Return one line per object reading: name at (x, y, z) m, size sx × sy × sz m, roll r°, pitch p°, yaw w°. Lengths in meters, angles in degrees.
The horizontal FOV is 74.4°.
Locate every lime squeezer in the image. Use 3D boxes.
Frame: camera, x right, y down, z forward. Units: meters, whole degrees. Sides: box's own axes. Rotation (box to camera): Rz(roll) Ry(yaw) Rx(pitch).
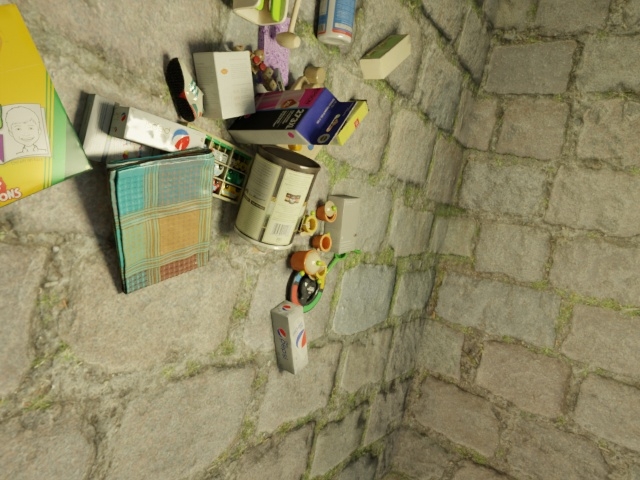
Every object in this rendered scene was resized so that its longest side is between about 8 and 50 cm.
lime squeezer at (0.102, 0.068, 1.932) m, size 0.310 × 0.059 × 0.110 m, roll -32°, pitch 157°, yaw -46°

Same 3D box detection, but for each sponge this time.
sponge at (-0.147, -0.604, 1.343) m, size 0.117 × 0.031 × 0.210 m, roll -15°, pitch 114°, yaw -50°

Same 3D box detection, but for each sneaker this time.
sneaker at (-0.353, -0.404, 1.122) m, size 0.075 × 0.057 × 0.161 m, roll -58°, pitch 143°, yaw -53°

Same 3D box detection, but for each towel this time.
towel at (-0.397, -0.048, 1.096) m, size 0.271 × 0.040 × 0.370 m, roll -22°, pitch 135°, yaw -41°

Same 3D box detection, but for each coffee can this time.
coffee can at (-0.139, -0.137, 1.320) m, size 0.201 × 0.201 × 0.276 m, roll -6°, pitch 123°, yaw -53°

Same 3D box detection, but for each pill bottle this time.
pill bottle at (0.059, -0.813, 1.472) m, size 0.124 × 0.124 × 0.222 m, roll -10°, pitch 111°, yaw -52°

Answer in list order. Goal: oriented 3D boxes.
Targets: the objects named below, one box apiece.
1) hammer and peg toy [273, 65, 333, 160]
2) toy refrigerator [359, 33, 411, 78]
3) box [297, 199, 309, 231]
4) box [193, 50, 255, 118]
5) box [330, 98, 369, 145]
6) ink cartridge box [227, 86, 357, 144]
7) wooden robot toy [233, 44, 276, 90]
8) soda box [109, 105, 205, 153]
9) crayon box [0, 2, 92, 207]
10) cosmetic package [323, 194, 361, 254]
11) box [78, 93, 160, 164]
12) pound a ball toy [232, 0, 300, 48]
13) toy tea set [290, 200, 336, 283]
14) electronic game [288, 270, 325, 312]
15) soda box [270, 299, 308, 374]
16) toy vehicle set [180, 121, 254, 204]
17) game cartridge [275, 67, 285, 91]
hammer and peg toy at (-0.040, -0.422, 1.474) m, size 0.361 × 0.127 × 0.266 m, roll -59°, pitch 142°, yaw -22°
toy refrigerator at (0.283, -0.795, 1.810) m, size 0.269 × 0.102 × 0.094 m, roll -49°, pitch 137°, yaw -32°
box at (-0.079, -0.128, 1.483) m, size 0.021 × 0.201 × 0.165 m, roll 13°, pitch 99°, yaw -17°
box at (-0.267, -0.439, 1.185) m, size 0.130 × 0.091 × 0.171 m, roll -30°, pitch 125°, yaw -45°
box at (0.105, -0.477, 1.692) m, size 0.232 × 0.087 × 0.058 m, roll -55°, pitch 141°, yaw -28°
ink cartridge box at (-0.091, -0.356, 1.217) m, size 0.176 × 0.370 × 0.069 m, roll -59°, pitch 140°, yaw -23°
wooden robot toy at (-0.181, -0.536, 1.261) m, size 0.173 × 0.076 × 0.079 m, roll 40°, pitch 69°, yaw -38°
soda box at (-0.392, -0.259, 1.032) m, size 0.216 × 0.069 × 0.074 m, roll 8°, pitch 97°, yaw -55°
crayon box at (-0.649, -0.203, 0.727) m, size 0.363 × 0.106 × 0.313 m, roll -40°, pitch 132°, yaw -39°
cosmetic package at (0.090, -0.074, 1.806) m, size 0.127 × 0.107 × 0.238 m, roll -13°, pitch 115°, yaw -49°
box at (-0.475, -0.246, 1.014) m, size 0.186 × 0.038 × 0.145 m, roll 14°, pitch 91°, yaw -56°
pound a ball toy at (-0.149, -0.740, 1.203) m, size 0.208 × 0.135 × 0.319 m, roll -7°, pitch 107°, yaw -57°
toy tea set at (0.000, 0.000, 1.657) m, size 0.200 × 0.124 × 0.336 m, roll 15°, pitch 81°, yaw -49°
electronic game at (-0.053, 0.191, 1.750) m, size 0.229 × 0.048 × 0.229 m, roll -25°, pitch 122°, yaw -48°
soda box at (-0.121, 0.389, 1.686) m, size 0.091 × 0.098 × 0.287 m, roll -31°, pitch 126°, yaw -45°
toy vehicle set at (-0.318, -0.218, 1.242) m, size 0.266 × 0.035 × 0.166 m, roll 18°, pitch 87°, yaw -55°
game cartridge at (-0.127, -0.501, 1.338) m, size 0.083 × 0.017 × 0.056 m, roll 73°, pitch 4°, yaw -57°
